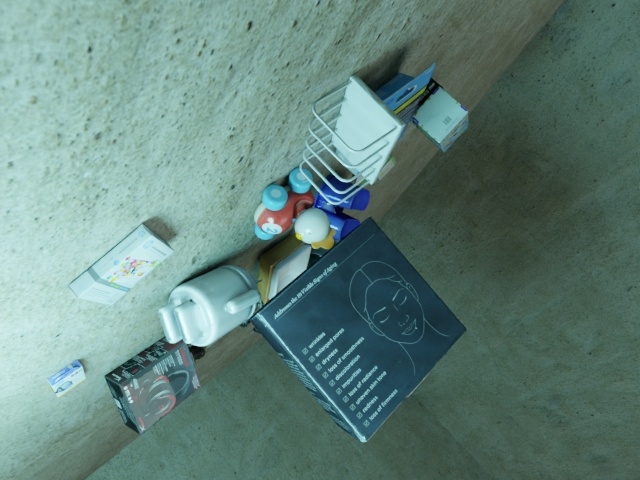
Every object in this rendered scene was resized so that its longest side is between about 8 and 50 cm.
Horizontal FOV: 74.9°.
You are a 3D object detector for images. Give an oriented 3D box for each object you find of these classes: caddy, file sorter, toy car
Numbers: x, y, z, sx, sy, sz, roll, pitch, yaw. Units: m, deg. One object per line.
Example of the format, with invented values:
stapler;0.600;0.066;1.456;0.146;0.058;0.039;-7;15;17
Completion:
caddy;0.062;-0.130;1.659;0.241;0.179;0.341;-70;163;8
file sorter;0.067;-0.258;1.148;0.173;0.193;0.278;-37;167;-22
toy car;-0.061;-0.054;1.296;0.210;0.238;0.219;-38;167;-30

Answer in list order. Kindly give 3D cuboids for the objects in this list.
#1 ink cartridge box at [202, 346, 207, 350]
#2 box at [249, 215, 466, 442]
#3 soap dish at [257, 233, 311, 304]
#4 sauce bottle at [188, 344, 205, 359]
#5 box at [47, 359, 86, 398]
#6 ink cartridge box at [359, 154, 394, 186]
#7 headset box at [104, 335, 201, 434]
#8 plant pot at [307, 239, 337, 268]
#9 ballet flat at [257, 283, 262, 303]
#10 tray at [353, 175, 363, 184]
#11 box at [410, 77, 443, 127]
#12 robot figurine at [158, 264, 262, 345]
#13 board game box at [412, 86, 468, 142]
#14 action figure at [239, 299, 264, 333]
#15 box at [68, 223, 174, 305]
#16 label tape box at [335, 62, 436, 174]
ink cartridge box;-0.442;0.357;1.827;0.193;0.088;0.235;-36;165;-36
box;0.107;0.270;1.354;0.480;0.472;0.297;-39;180;-19
soap dish;-0.163;0.122;1.796;0.229;0.118;0.291;-37;157;-36
sauce bottle;-0.597;0.500;1.733;0.111;0.111;0.344;-47;171;12
box;-0.689;0.376;1.137;0.081;0.028;0.136;-36;164;-38
ink cartridge box;0.263;-0.318;2.021;0.235;0.056;0.171;-49;169;10
headset box;-0.574;0.493;1.490;0.293;0.110;0.218;-33;121;-47
plant pot;-0.014;0.087;2.008;0.293;0.293;0.196;-57;-169;48
ballet flat;-0.301;0.274;2.058;0.086;0.086;0.248;-34;165;-45
tray;0.202;-0.334;1.792;0.145;0.030;0.270;-43;169;-15
box;0.404;-0.538;1.644;0.147;0.077;0.180;-47;169;13
robot figurine;-0.333;0.199;1.330;0.299;0.200;0.353;-4;-167;31
board game box;0.462;-0.451;1.592;0.144;0.142;0.275;-47;168;16
action figure;-0.260;0.302;1.918;0.276;0.164;0.141;-61;-175;16
box;-0.421;0.057;0.907;0.186;0.038;0.145;-44;170;-11
label tape box;0.189;-0.393;1.306;0.249;0.115;0.348;-41;166;-21
